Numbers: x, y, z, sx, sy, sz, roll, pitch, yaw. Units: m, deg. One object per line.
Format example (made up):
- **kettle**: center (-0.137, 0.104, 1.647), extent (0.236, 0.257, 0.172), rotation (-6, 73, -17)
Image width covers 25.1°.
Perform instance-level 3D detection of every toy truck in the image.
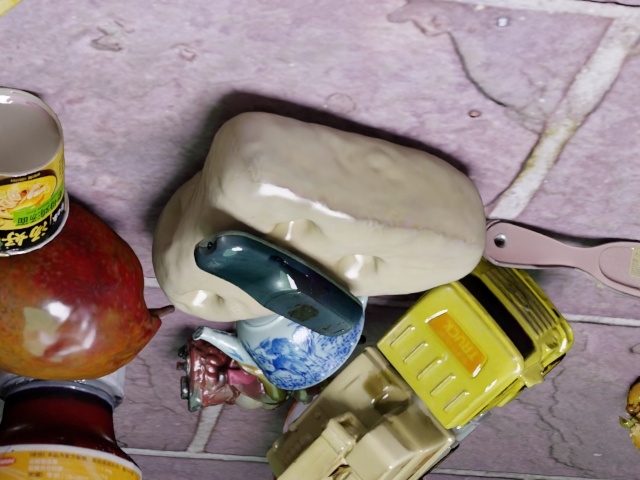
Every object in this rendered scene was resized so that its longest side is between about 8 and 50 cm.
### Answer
- **toy truck**: center (0.101, 0.196, 1.742), extent (0.405, 0.180, 0.254), rotation (-47, 169, 29)

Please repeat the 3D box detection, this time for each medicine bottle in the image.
- **medicine bottle**: center (-0.346, 0.282, 1.868), extent (0.243, 0.395, 0.242), rotation (-1, 148, 0)

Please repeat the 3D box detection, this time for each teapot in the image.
- **teapot**: center (-0.037, 0.087, 1.762), extent (0.232, 0.159, 0.159), rotation (-32, 143, 16)

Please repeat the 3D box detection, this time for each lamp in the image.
- **lamp**: center (-0.066, 0.175, 1.961), extent (0.253, 0.118, 0.118), rotation (-3, 154, -11)

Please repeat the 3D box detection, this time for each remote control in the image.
- **remote control**: center (-0.040, 0.046, 1.507), extent (0.072, 0.042, 0.222), rotation (-25, 140, 34)

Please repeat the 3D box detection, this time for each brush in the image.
- **brush**: center (0.323, 0.031, 1.732), extent (0.313, 0.072, 0.067), rotation (10, 165, -16)

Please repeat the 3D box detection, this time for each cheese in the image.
- **cheese**: center (0.000, 0.000, 1.597), extent (0.328, 0.129, 0.351), rotation (11, 150, -19)

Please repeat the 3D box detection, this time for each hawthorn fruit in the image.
- **hawthorn fruit**: center (-0.282, 0.061, 1.638), extent (0.248, 0.208, 0.208), rotation (16, 149, -18)

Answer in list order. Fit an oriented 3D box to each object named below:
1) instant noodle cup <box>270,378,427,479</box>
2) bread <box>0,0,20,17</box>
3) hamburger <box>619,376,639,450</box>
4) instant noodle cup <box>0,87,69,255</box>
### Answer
- **instant noodle cup**: center (0.045, 0.335, 2.152), extent (0.250, 0.250, 0.192), rotation (0, 143, 0)
- **bread**: center (-0.377, -0.190, 1.271), extent (0.178, 0.141, 0.266), rotation (5, 159, -44)
- **hamburger**: center (0.546, 0.266, 2.127), extent (0.182, 0.118, 0.191), rotation (-9, 156, 24)
- **instant noodle cup**: center (-0.324, -0.076, 1.460), extent (0.151, 0.151, 0.122), rotation (8, 140, -14)
